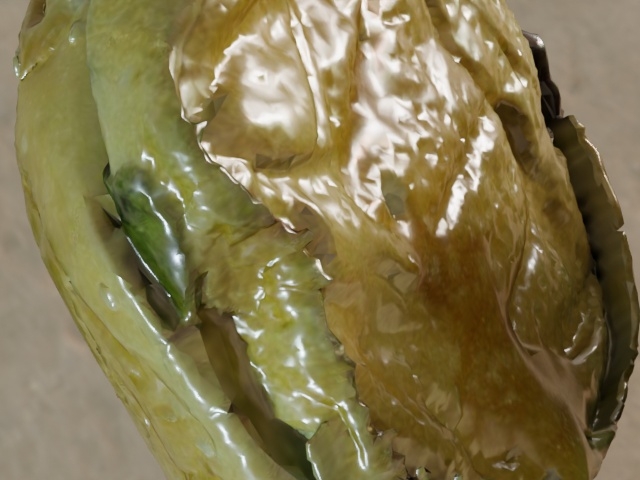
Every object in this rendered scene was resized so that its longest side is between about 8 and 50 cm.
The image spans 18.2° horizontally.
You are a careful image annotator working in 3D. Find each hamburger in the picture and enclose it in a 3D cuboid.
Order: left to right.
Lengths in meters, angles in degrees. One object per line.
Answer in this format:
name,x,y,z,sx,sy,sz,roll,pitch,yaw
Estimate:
hamburger,0.000,-0.002,0.662,0.134,0.265,0.285,-18,111,32
